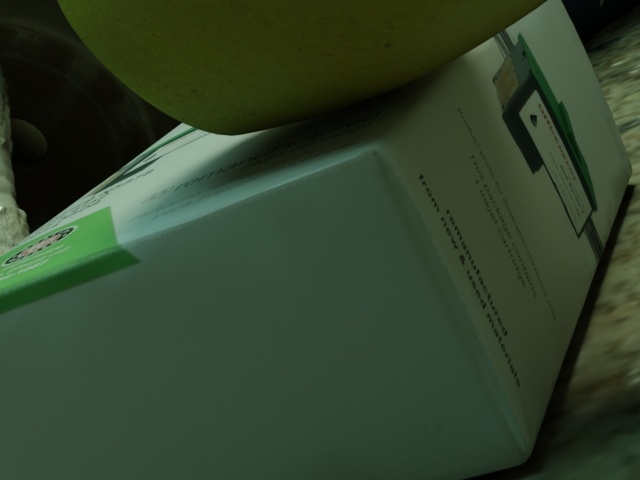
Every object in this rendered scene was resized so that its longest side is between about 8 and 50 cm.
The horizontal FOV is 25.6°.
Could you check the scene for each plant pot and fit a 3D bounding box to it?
[{"bbox_3d":[-0.013,-0.082,0.356,0.095,0.134,0.134,-45,4,24],"label":"plant pot"},{"bbox_3d":[-0.170,-0.138,0.995,0.323,0.323,0.280,-22,30,22],"label":"plant pot"}]

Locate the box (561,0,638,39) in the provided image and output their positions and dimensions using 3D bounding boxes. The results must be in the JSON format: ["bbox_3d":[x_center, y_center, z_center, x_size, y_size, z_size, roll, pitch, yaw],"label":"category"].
[{"bbox_3d":[0.041,-0.237,0.814,0.294,0.296,0.183,-34,31,-31],"label":"box"}]

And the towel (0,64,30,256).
[{"bbox_3d":[-0.292,0.025,0.816,0.282,0.187,0.049,-22,-28,12],"label":"towel"}]

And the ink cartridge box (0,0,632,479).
[{"bbox_3d":[0.000,0.000,0.453,0.160,0.092,0.219,-20,14,25],"label":"ink cartridge box"}]
